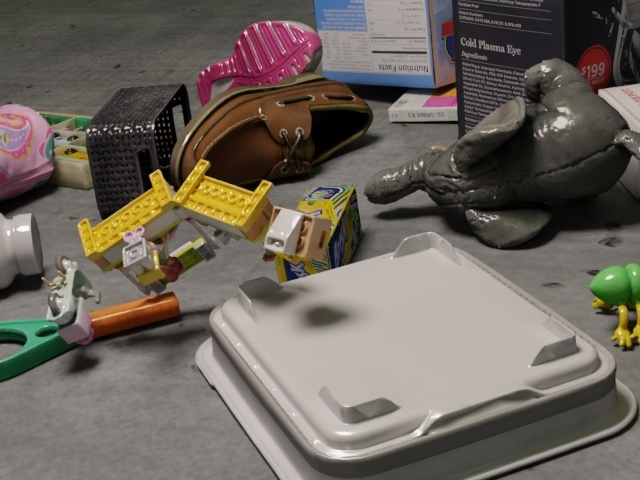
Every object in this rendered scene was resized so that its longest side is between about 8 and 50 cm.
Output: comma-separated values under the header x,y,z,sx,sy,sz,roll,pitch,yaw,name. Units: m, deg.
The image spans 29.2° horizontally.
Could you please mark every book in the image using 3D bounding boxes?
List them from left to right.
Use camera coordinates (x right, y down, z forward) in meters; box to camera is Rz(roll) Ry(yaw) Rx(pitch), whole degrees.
x,y,z,sx,sy,sz,roll,pitch,yaw,name
0.176,-0.188,1.673,0.144,0.035,0.096,2,25,25,book

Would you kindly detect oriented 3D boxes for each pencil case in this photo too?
x,y,z,sx,sy,sz,roll,pitch,yaw,name
-0.442,-0.069,1.469,0.124,0.124,0.284,6,26,28,pencil case

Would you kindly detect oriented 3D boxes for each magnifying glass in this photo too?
x,y,z,sx,sy,sz,roll,pitch,yaw,name
-0.246,0.087,1.150,0.231,0.026,0.092,-13,23,-16,magnifying glass

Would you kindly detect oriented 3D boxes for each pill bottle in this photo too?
x,y,z,sx,sy,sz,roll,pitch,yaw,name
-0.372,0.015,1.280,0.152,0.086,0.086,-9,23,-4,pill bottle

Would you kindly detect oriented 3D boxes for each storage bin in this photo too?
x,y,z,sx,sy,sz,roll,pitch,yaw,name
-0.212,-0.108,1.479,0.084,0.122,0.180,-4,23,8,storage bin

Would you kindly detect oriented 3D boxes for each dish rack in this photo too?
x,y,z,sx,sy,sz,roll,pitch,yaw,name
0.064,0.085,1.007,0.285,0.072,0.333,-14,25,-18,dish rack

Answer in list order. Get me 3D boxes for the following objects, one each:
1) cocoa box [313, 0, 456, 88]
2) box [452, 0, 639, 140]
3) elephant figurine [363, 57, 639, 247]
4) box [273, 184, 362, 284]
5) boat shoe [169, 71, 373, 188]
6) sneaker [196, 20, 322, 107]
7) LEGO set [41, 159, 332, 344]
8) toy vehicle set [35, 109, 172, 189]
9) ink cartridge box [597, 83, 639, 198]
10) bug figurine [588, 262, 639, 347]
x,y,z,sx,sy,sz,roll,pitch,yaw,name
0.184,-0.368,1.812,0.347,0.228,0.231,-22,22,-41,cocoa box
0.337,-0.296,1.519,0.343,0.313,0.179,-25,29,-36,box
0.189,-0.071,1.276,0.239,0.186,0.169,-24,69,-13,elephant figurine
0.000,0.000,1.239,0.054,0.059,0.169,-4,22,13,box
-0.051,-0.132,1.503,0.104,0.111,0.307,25,39,28,boat shoe
-0.067,-0.238,1.700,0.111,0.103,0.252,-15,-3,-37,sneaker
-0.103,0.011,1.093,0.287,0.107,0.132,-16,50,22,LEGO set
-0.355,-0.128,1.683,0.266,0.035,0.166,10,27,34,toy vehicle set
0.434,-0.122,1.363,0.217,0.092,0.158,-10,22,-2,ink cartridge box
0.343,0.053,0.996,0.216,0.072,0.279,-9,23,-3,bug figurine
